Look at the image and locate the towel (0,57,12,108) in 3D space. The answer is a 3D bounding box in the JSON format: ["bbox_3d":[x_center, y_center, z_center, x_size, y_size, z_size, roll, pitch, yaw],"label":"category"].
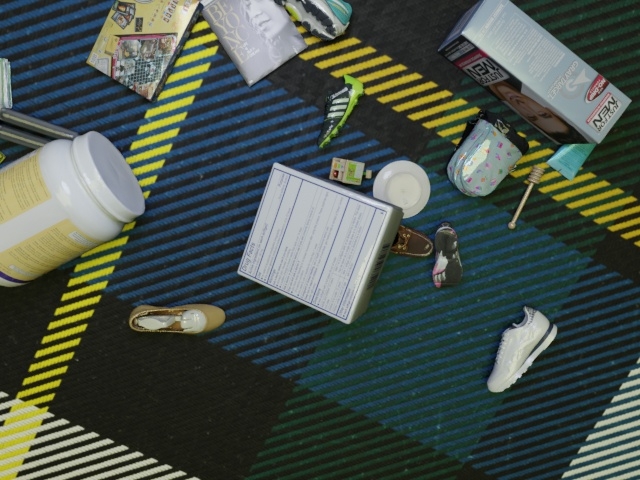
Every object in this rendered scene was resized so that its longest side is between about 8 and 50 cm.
[{"bbox_3d":[-0.784,-0.359,1.169,0.151,0.023,0.113,3,99,-2],"label":"towel"}]

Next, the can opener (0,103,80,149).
[{"bbox_3d":[-0.698,-0.264,1.173,0.283,0.095,0.076,18,99,-18],"label":"can opener"}]

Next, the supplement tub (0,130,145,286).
[{"bbox_3d":[-0.584,-0.071,1.118,0.331,0.241,0.241,-27,100,2],"label":"supplement tub"}]

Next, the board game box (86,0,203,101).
[{"bbox_3d":[-0.391,-0.460,1.147,0.165,0.042,0.243,31,101,-5],"label":"board game box"}]

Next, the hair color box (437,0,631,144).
[{"bbox_3d":[0.457,-0.364,1.131,0.374,0.185,0.114,34,97,-7],"label":"hair color box"}]

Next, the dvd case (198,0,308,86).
[{"bbox_3d":[-0.157,-0.491,1.171,0.164,0.018,0.221,-33,99,4],"label":"dvd case"}]

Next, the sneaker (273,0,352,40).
[{"bbox_3d":[-0.045,-0.563,1.130,0.275,0.107,0.110,43,63,-14],"label":"sneaker"}]

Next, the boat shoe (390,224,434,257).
[{"bbox_3d":[0.179,-0.004,1.244,0.206,0.073,0.073,15,97,-6],"label":"boat shoe"}]

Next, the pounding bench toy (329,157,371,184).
[{"bbox_3d":[0.072,-0.163,1.220,0.083,0.065,0.052,4,101,-34],"label":"pounding bench toy"}]

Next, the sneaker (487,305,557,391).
[{"bbox_3d":[0.490,0.279,1.309,0.094,0.090,0.235,37,93,5],"label":"sneaker"}]

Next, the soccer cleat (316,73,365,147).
[{"bbox_3d":[0.033,-0.300,1.197,0.072,0.060,0.179,33,91,2],"label":"soccer cleat"}]

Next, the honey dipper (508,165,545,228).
[{"bbox_3d":[0.501,-0.102,1.261,0.030,0.030,0.161,19,102,-5],"label":"honey dipper"}]

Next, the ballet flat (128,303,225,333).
[{"bbox_3d":[-0.352,0.200,1.260,0.232,0.073,0.080,-1,101,-2],"label":"ballet flat"}]

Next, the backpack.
[{"bbox_3d":[0.378,-0.191,1.196,0.152,0.115,0.182,38,99,-10],"label":"backpack"}]

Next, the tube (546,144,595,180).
[{"bbox_3d":[0.637,-0.250,1.231,0.080,0.052,0.207,33,103,-3],"label":"tube"}]

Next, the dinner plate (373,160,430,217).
[{"bbox_3d":[0.199,-0.123,1.252,0.141,0.017,0.141,0,102,-2],"label":"dinner plate"}]

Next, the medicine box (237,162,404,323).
[{"bbox_3d":[0.000,0.000,1.156,0.289,0.149,0.264,23,99,17],"label":"medicine box"}]

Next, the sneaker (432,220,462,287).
[{"bbox_3d":[0.313,0.033,1.259,0.071,0.077,0.178,4,123,12],"label":"sneaker"}]

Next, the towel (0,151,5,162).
[{"bbox_3d":[-0.856,-0.148,1.206,0.237,0.021,0.102,-44,100,5],"label":"towel"}]
